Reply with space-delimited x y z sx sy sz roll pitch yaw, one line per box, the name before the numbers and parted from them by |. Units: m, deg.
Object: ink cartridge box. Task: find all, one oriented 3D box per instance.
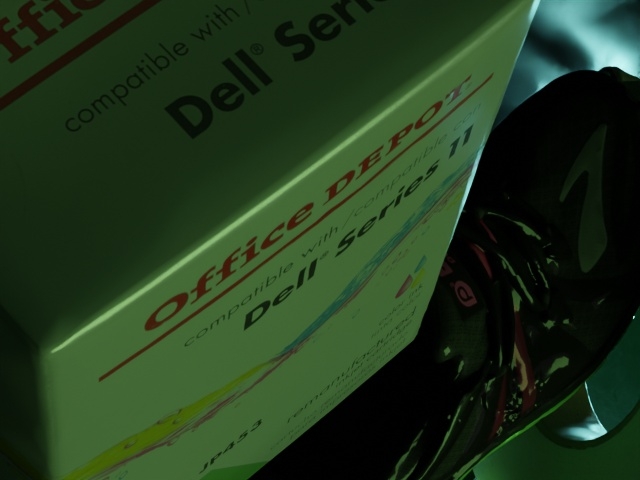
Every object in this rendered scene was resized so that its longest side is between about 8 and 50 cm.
ink cartridge box | -0.048 -0.017 0.582 0.207 0.119 0.353 -38 163 -21

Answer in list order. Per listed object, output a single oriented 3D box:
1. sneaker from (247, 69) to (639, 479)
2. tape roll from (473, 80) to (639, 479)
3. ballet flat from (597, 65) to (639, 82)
sneaker | 0.095 0.051 1.146 0.483 0.185 0.202 -49 165 -25
tape roll | 0.238 0.067 1.334 0.072 0.392 0.392 11 128 -25
ballet flat | 0.274 -0.078 1.460 0.052 0.168 0.057 10 153 -30
